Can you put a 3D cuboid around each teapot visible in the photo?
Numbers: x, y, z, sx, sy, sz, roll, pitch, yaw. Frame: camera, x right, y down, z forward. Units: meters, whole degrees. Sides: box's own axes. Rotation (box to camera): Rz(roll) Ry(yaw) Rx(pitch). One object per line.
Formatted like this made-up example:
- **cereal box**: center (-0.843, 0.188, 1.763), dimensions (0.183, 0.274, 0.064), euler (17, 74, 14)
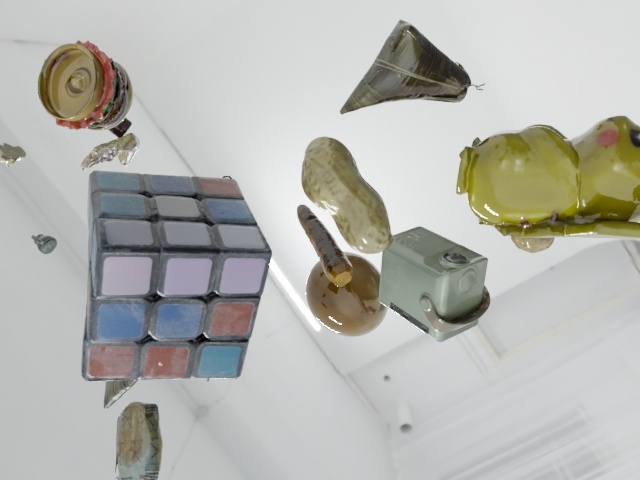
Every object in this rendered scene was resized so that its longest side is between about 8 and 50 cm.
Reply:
- **teapot**: center (-0.965, 0.005, 2.032), dimensions (0.057, 0.066, 0.088), euler (27, 170, 20)

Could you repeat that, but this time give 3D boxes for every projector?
- **projector**: center (0.255, 0.095, 1.306), dimensions (0.242, 0.163, 0.178), euler (34, 132, 47)

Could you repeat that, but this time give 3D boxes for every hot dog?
- **hot dog**: center (-0.557, 0.629, 1.812), dimensions (0.082, 0.162, 0.271), euler (41, -143, -58)

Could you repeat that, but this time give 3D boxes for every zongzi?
- **zongzi**: center (0.154, -0.250, 1.012), dimensions (0.187, 0.184, 0.084), euler (29, -163, -25)

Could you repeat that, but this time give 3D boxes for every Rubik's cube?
- **Rubik's cube**: center (-0.341, 0.072, 1.306), dimensions (0.361, 0.359, 0.363), euler (5, -152, -22)

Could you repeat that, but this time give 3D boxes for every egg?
- **egg**: center (0.098, 0.192, 2.069), dimensions (0.351, 0.282, 0.283), euler (45, -162, -46)

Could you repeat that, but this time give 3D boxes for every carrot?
- **carrot**: center (0.000, 0.000, 1.472), dimensions (0.066, 0.066, 0.314), euler (47, -172, -42)

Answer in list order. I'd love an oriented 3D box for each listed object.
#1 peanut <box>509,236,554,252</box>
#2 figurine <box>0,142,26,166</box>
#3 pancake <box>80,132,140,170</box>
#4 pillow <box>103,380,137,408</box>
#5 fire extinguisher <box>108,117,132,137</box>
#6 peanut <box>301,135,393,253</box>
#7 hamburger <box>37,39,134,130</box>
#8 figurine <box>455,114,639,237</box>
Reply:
- **peanut**: center (0.350, -0.079, 1.076), dimensions (0.226, 0.108, 0.095), euler (61, 177, 12)
- **figurine**: center (-0.706, -0.188, 1.311), dimensions (0.047, 0.050, 0.083), euler (63, -163, 3)
- **pancake**: center (-0.672, -0.298, 1.959), dimensions (0.056, 0.212, 0.257), euler (58, -154, -5)
- **pillow**: center (-0.550, 0.380, 1.653), dimensions (0.038, 0.203, 0.113), euler (28, -146, -36)
- **fire extinguisher**: center (-0.732, -0.418, 1.891), dimensions (0.231, 0.099, 0.071), euler (38, 178, -30)
- **peanut**: center (0.045, -0.083, 1.138), dimensions (0.257, 0.123, 0.123), euler (58, -167, 3)
- **hamburger**: center (-0.446, -0.288, 1.142), dimensions (0.175, 0.175, 0.137), euler (62, -164, 16)
- **figurine**: center (0.356, -0.082, 0.817), dimensions (0.218, 0.326, 0.169), euler (-40, -56, -61)
